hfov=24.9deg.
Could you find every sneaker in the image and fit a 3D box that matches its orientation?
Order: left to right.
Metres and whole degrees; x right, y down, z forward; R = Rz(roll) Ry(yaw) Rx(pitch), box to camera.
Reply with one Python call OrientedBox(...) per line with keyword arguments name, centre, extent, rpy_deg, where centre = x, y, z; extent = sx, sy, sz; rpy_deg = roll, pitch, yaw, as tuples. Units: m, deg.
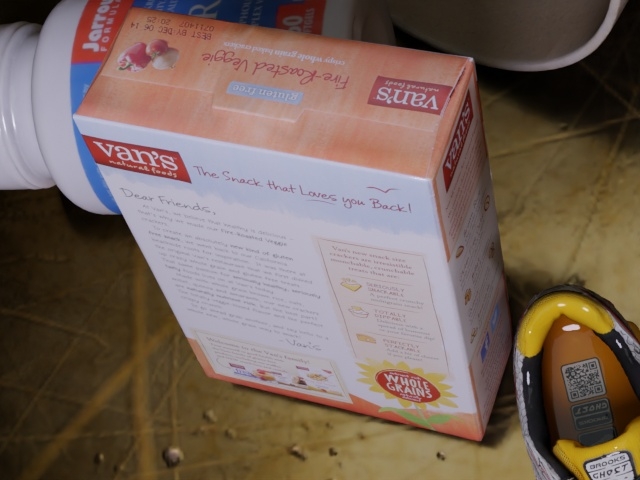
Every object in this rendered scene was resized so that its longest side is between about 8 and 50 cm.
OrientedBox(name="sneaker", centre=(0.137, 0.126, 0.674), extent=(0.088, 0.093, 0.225), rpy_deg=(-24, 72, 10))

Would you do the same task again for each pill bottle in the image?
OrientedBox(name="pill bottle", centre=(-0.076, -0.076, 0.771), extent=(0.221, 0.124, 0.124), rpy_deg=(-3, 76, 15))

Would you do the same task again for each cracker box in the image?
OrientedBox(name="cracker box", centre=(0.000, 0.000, 0.670), extent=(0.156, 0.232, 0.067), rpy_deg=(12, 61, 19))

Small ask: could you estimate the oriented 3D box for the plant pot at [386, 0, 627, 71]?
OrientedBox(name="plant pot", centre=(0.115, -0.269, 0.722), extent=(0.256, 0.256, 0.274), rpy_deg=(33, 71, 21))
